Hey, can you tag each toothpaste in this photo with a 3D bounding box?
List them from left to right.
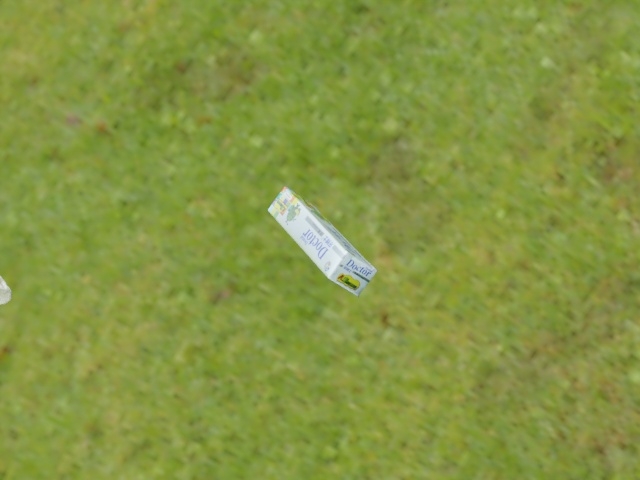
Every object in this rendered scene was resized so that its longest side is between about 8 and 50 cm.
[{"bbox_3d":[0.000,0.000,1.708,0.034,0.046,0.164,-53,34,7],"label":"toothpaste"}]

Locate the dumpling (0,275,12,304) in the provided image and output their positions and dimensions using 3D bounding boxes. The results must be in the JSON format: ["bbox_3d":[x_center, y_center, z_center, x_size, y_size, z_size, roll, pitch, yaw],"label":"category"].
[{"bbox_3d":[-0.230,0.017,1.051,0.057,0.076,0.052,-18,76,62],"label":"dumpling"}]
